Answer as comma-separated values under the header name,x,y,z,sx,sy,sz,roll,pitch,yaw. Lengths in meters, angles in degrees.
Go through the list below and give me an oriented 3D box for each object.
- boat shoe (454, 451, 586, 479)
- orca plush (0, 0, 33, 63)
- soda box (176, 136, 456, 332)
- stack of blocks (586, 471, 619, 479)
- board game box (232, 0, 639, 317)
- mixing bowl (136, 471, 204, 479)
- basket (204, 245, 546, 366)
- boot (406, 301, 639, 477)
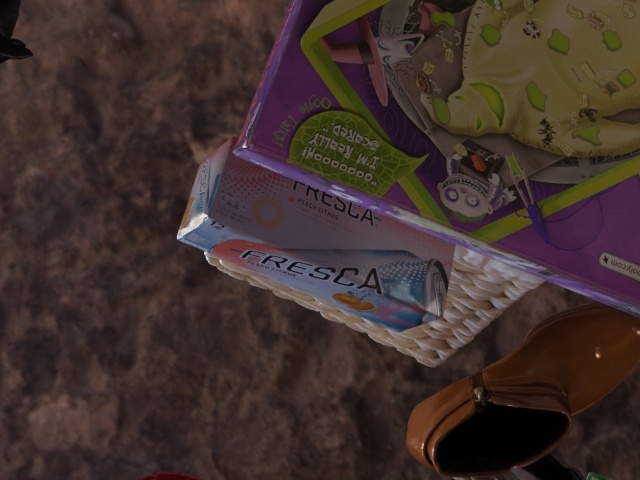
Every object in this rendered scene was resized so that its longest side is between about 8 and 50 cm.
name,x,y,z,sx,sy,sz,roll,pitch,yaw
boat shoe,0.278,0.314,1.306,0.095,0.335,0.112,-51,-174,40
orca plush,-0.325,-0.242,0.846,0.151,0.102,0.287,-12,-143,-8
soda box,0.000,0.000,0.681,0.058,0.183,0.063,-29,-137,58
stack of blocks,0.514,0.428,1.421,0.297,0.087,0.171,18,-94,40
board game box,0.159,-0.070,0.440,0.056,0.346,0.208,175,-64,-76
mixing bowl,-0.192,0.389,1.244,0.181,0.181,0.098,-59,-179,-32
basket,0.087,-0.085,1.102,0.266,0.328,0.331,119,-5,-51
boot,0.214,0.143,0.976,0.283,0.109,0.220,-20,176,0
